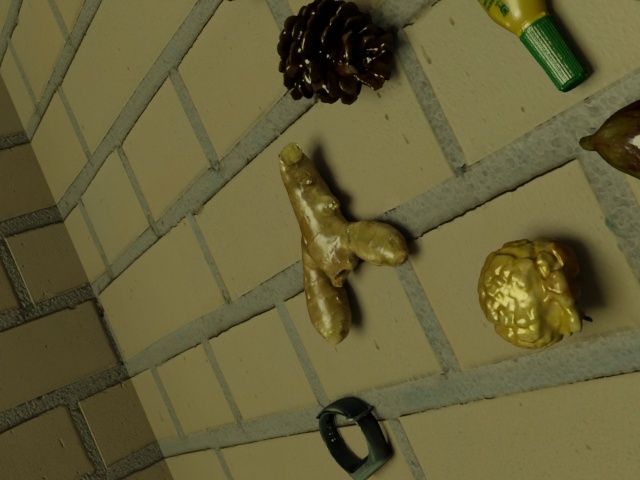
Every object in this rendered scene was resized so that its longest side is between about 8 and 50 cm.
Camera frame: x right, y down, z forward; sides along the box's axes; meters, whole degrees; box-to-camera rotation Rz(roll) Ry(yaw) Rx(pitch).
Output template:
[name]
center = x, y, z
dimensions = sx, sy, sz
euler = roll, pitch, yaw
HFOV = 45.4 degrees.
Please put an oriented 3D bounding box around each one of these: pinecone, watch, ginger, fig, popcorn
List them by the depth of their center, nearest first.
[fig]
center = 0.413, -0.128, 1.002
dimensions = 0.154, 0.103, 0.109
euler = -6, 80, 46
[popcorn]
center = 0.329, 0.082, 1.176
dimensions = 0.170, 0.180, 0.180
euler = 6, 121, 4
[pinecone]
center = 0.026, -0.327, 1.357
dimensions = 0.204, 0.179, 0.184
euler = 29, 153, 21
[ginger]
center = 0.008, 0.003, 1.614
dimensions = 0.348, 0.122, 0.363
euler = 55, 148, 22
[watch]
center = 0.074, 0.456, 1.786
dimensions = 0.193, 0.068, 0.206
euler = 53, 144, 20

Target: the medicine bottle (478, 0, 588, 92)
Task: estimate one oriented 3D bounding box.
[medicine bottle]
center = 0.290, -0.326, 1.093
dimensions = 0.260, 0.064, 0.095
euler = 60, 146, 13
